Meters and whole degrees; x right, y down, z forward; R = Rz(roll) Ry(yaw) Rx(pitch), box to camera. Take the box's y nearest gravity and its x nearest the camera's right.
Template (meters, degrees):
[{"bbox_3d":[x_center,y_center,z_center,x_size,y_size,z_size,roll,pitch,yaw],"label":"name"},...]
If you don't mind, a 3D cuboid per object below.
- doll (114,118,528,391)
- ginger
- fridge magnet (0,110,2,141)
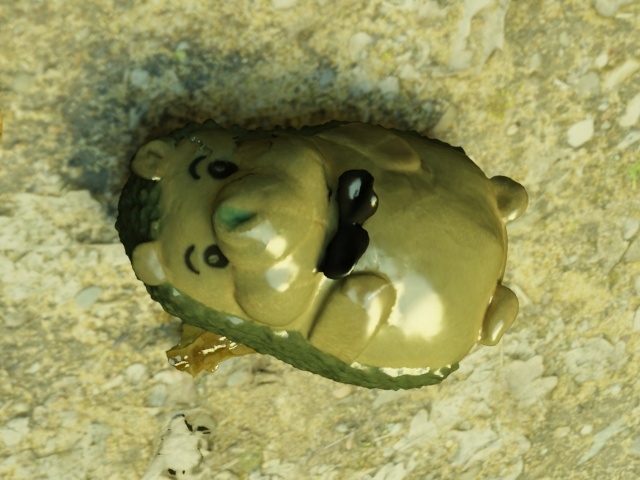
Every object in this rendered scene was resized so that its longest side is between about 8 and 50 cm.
[{"bbox_3d":[0.000,0.000,1.013,0.349,0.247,0.247,11,117,-11],"label":"doll"},{"bbox_3d":[-0.091,0.096,1.149,0.137,0.044,0.057,-12,80,-24],"label":"ginger"},{"bbox_3d":[-0.324,-0.087,0.926,0.143,0.063,0.143,-12,126,-17],"label":"fridge magnet"}]
